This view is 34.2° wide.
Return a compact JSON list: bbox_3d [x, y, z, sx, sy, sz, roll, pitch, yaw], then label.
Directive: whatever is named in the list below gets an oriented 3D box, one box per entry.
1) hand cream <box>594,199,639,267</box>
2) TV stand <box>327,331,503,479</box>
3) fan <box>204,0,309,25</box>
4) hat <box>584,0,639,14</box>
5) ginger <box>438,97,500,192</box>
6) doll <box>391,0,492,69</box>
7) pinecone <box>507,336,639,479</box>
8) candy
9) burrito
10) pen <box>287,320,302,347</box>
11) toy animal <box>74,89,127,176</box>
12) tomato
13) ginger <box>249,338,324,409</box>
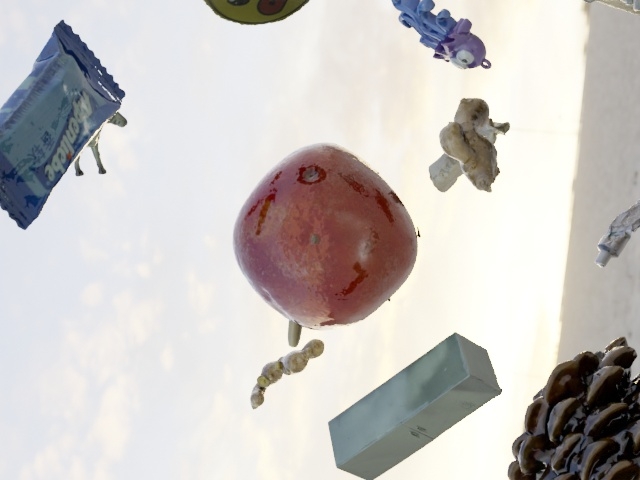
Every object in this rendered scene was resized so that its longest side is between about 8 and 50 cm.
[{"bbox_3d":[0.682,-0.036,2.267,0.257,0.084,0.050,-42,-59,-15],"label":"hand cream"},{"bbox_3d":[0.137,0.252,1.558,0.083,0.269,0.088,30,-147,-34],"label":"TV stand"},{"bbox_3d":[-0.052,-0.426,1.677,0.229,0.335,0.011,-54,43,42],"label":"fan"},{"bbox_3d":[0.628,-0.495,1.998,0.214,0.245,0.149,-138,47,-62],"label":"hat"},{"bbox_3d":[0.271,-0.170,1.815,0.133,0.059,0.214,43,-143,-9],"label":"ginger"},{"bbox_3d":[0.197,-0.343,1.714,0.067,0.206,0.110,-54,0,-21],"label":"doll"},{"bbox_3d":[0.314,0.244,1.082,0.243,0.243,0.257,64,-172,-57],"label":"pinecone"},{"bbox_3d":[-0.437,-0.192,1.663,0.187,0.077,0.331,56,-132,-36],"label":"candy"},{"bbox_3d":[0.297,-0.178,2.133,0.087,0.226,0.060,-2,-122,-44],"label":"burrito"},{"bbox_3d":[-0.036,0.089,1.977,0.040,0.032,0.233,-6,-74,-59],"label":"pen"},{"bbox_3d":[-0.449,-0.214,1.933,0.073,0.217,0.176,-23,-50,-40],"label":"toy animal"},{"bbox_3d":[0.003,-0.005,1.800,0.144,0.338,0.338,41,-122,-83],"label":"tomato"},{"bbox_3d":[-0.078,0.261,2.105,0.193,0.052,0.176,-43,11,-7],"label":"ginger"}]
